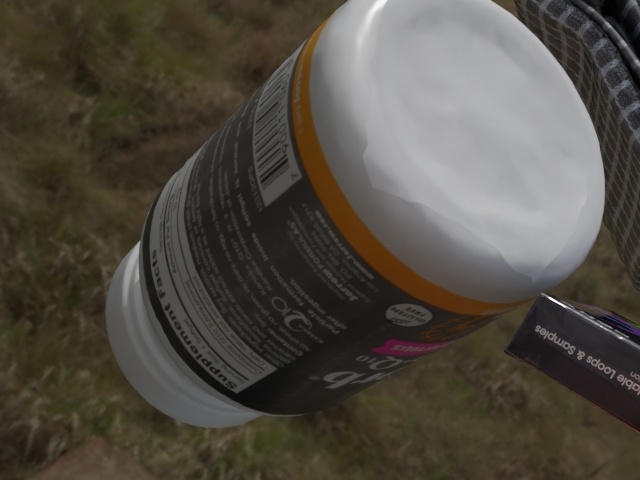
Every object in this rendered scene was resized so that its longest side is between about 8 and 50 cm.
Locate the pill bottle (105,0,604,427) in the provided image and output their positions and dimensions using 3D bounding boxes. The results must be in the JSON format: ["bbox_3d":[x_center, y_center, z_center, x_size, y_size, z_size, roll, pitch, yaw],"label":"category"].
[{"bbox_3d":[0.000,0.000,0.597,0.162,0.278,0.162,16,58,-28],"label":"pill bottle"}]

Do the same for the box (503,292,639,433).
[{"bbox_3d":[0.144,0.062,0.433,0.116,0.029,0.162,31,8,22],"label":"box"}]

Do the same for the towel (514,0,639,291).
[{"bbox_3d":[0.254,-0.098,0.904,0.283,0.121,0.235,53,15,-66],"label":"towel"}]
